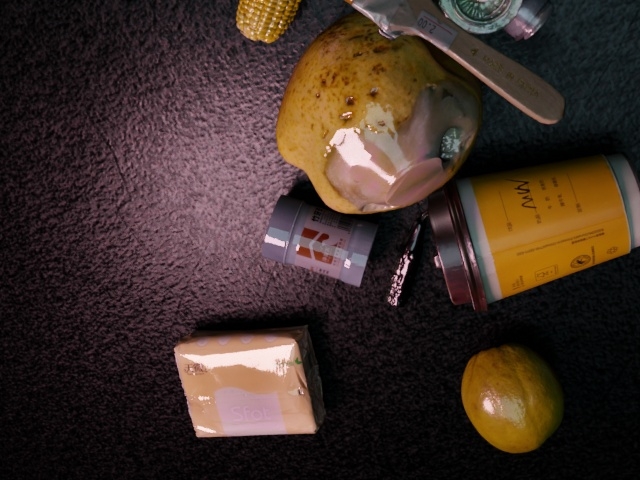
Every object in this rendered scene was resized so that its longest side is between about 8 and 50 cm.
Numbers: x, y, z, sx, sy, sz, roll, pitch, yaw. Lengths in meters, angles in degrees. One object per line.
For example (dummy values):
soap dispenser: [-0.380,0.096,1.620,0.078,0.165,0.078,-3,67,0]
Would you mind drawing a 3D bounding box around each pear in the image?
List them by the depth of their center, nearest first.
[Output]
pear: [0.072,-0.161,1.119,0.271,0.271,0.271,5,114,10]
pear: [0.290,0.233,1.299,0.149,0.149,0.162,-23,88,20]

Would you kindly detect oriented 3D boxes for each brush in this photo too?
brush: [0.146,-0.238,0.993,0.337,0.020,0.085,32,83,-6]

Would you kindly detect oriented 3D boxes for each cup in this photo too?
cup: [0.289,-0.022,1.175,0.280,0.196,0.196,-16,109,9]

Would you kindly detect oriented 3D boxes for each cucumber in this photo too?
cucumber: [0.135,0.026,1.301,0.043,0.039,0.163,5,117,-13]

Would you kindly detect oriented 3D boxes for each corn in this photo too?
corn: [-0.040,-0.380,1.142,0.081,0.081,0.248,28,115,0]

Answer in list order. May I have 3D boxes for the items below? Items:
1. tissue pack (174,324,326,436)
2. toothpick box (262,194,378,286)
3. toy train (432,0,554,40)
tissue pack: [-0.115,0.233,1.414,0.222,0.090,0.186,-5,109,14]
toothpick box: [0.000,0.000,1.283,0.153,0.101,0.101,17,115,5]
toy train: [0.184,-0.400,1.043,0.307,0.173,0.249,39,107,-5]
